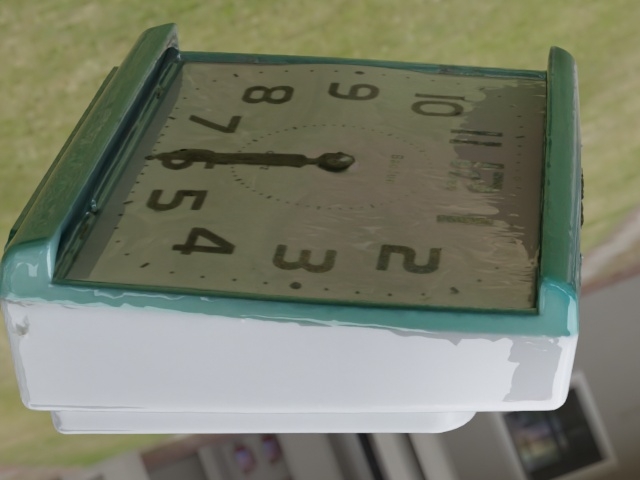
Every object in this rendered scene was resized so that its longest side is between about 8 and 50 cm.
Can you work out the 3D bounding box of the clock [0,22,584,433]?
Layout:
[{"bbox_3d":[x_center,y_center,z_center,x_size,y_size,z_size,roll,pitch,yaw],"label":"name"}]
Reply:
[{"bbox_3d":[0.000,0.000,0.822,0.231,0.116,0.262,3,-153,6],"label":"clock"}]
